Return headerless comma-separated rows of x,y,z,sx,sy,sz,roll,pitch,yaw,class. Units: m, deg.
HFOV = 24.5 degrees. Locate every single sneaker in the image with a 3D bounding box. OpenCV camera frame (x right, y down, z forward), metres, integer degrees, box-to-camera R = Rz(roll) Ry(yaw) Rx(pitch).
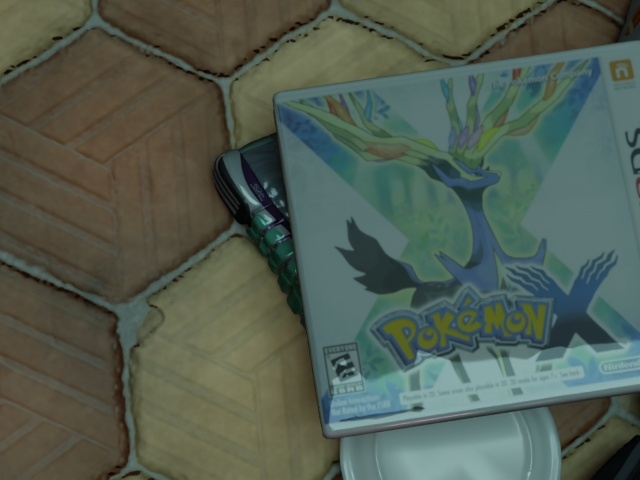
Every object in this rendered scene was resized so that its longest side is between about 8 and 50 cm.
0.000,0.000,1.304,0.098,0.083,0.224,-32,88,-16,sneaker

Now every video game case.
0.141,-0.005,1.242,0.328,0.036,0.300,-9,76,-1,video game case

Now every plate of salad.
0.115,0.192,1.314,0.199,0.048,0.200,2,73,-6,plate of salad

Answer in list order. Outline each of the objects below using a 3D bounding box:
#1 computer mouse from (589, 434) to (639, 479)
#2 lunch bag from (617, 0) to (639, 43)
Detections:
0.286,0.259,1.295,0.272,0.072,0.188,-37,86,-35,computer mouse
0.407,-0.173,1.373,0.243,0.115,0.303,23,79,-8,lunch bag
